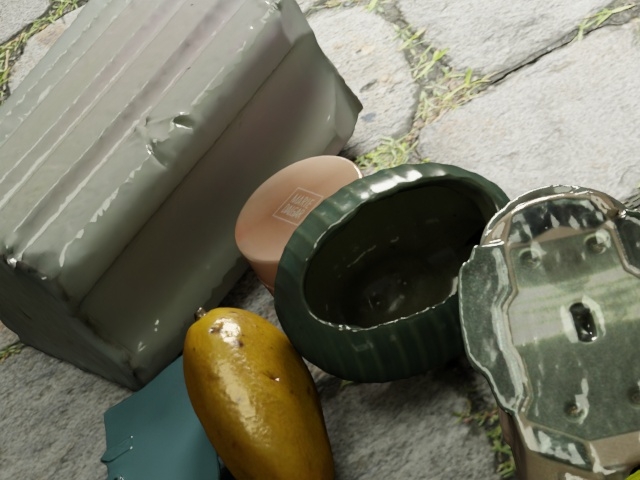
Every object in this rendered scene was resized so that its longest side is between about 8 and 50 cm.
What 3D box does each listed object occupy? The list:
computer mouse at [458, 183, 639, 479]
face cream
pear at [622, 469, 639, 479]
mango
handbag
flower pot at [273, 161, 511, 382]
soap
[{"bbox_3d":[0.232,0.123,1.359,0.199,0.115,0.389,-13,59,7],"label":"computer mouse"},{"bbox_3d":[0.000,0.000,1.663,0.149,0.104,0.149,-20,40,18],"label":"face cream"},{"bbox_3d":[0.303,0.273,0.940,0.391,0.391,0.391,-20,39,18],"label":"pear"},{"bbox_3d":[-0.051,0.161,1.501,0.109,0.147,0.227,-34,59,3],"label":"mango"},{"bbox_3d":[-0.149,0.221,1.581,0.144,0.057,0.221,-30,38,14],"label":"handbag"},{"bbox_3d":[0.074,0.030,1.509,0.243,0.157,0.189,-26,78,-12],"label":"flower pot"},{"bbox_3d":[-0.201,-0.080,1.805,0.350,0.213,0.435,12,56,46],"label":"soap"}]
